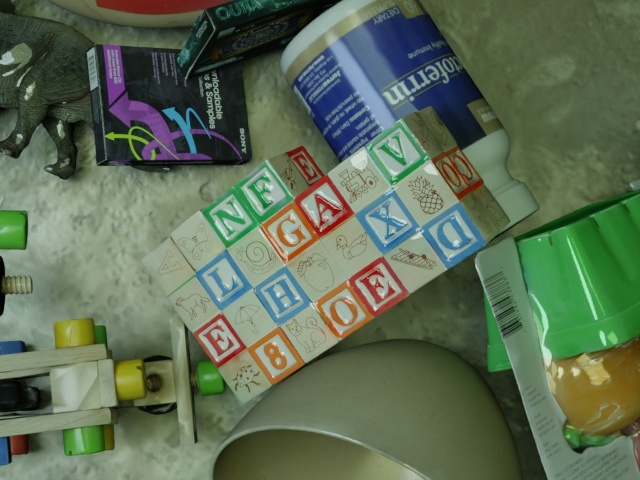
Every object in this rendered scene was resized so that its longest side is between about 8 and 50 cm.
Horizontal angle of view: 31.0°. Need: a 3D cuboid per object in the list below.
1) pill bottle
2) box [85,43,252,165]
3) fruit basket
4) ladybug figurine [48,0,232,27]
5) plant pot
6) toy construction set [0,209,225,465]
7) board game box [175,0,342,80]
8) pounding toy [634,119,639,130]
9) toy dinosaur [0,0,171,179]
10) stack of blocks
[{"bbox_3d":[0.090,-0.107,1.125,0.153,0.153,0.265,-33,86,-5],"label":"pill bottle"},{"bbox_3d":[-0.148,-0.133,1.148,0.162,0.029,0.116,-3,83,-34],"label":"box"},{"bbox_3d":[0.286,0.137,1.067,0.327,0.165,0.353,-22,97,-41],"label":"fruit basket"},{"bbox_3d":[-0.121,-0.378,1.148,0.449,0.162,0.305,-14,83,-3],"label":"ladybug figurine"},{"bbox_3d":[0.068,0.201,1.054,0.284,0.284,0.191,32,49,3],"label":"plant pot"},{"bbox_3d":[-0.198,0.166,1.029,0.237,0.257,0.309,-1,57,-9],"label":"toy construction set"},{"bbox_3d":[-0.042,-0.215,1.121,0.186,0.126,0.026,-23,85,-24],"label":"board game box"},{"bbox_3d":[0.378,-0.108,1.143,0.141,0.130,0.100,-39,85,-5],"label":"pounding toy"},{"bbox_3d":[-0.286,-0.161,1.141,0.313,0.121,0.160,25,90,4],"label":"toy dinosaur"},{"bbox_3d":[0.000,0.000,1.054,0.297,0.087,0.171,-35,88,27],"label":"stack of blocks"}]
